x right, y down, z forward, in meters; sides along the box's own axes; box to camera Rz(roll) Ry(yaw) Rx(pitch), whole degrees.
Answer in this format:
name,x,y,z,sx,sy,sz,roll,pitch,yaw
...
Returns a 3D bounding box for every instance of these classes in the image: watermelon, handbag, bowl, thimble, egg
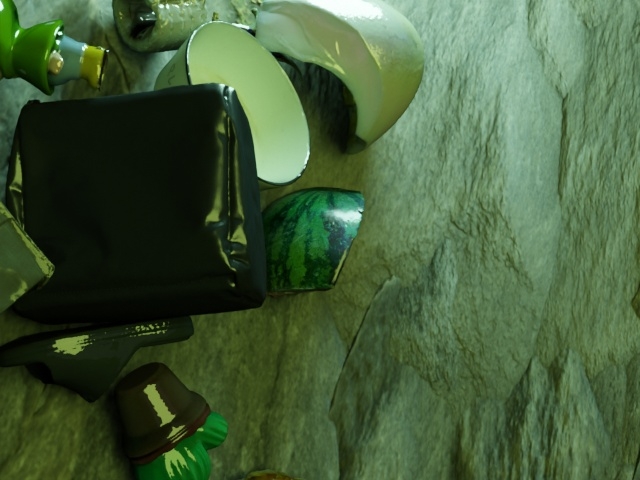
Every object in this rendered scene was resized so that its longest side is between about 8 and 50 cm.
name,x,y,z,sx,sy,sz,roll,pitch,yaw
watermelon,-0.004,-0.011,1.537,0.128,0.146,0.231,36,64,-24
handbag,-0.214,-0.043,1.328,0.178,0.302,0.275,47,39,-69
bowl,-0.132,-0.159,1.470,0.238,0.126,0.237,32,45,-39
thimble,-0.215,-0.302,1.472,0.090,0.115,0.102,-16,100,-38
egg,0.060,-0.275,1.609,0.271,0.162,0.206,56,46,-26

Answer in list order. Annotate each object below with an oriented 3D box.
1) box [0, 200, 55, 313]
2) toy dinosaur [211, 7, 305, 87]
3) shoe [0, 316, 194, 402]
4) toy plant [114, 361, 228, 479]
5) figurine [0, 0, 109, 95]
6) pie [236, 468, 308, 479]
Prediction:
name,x,y,z,sx,sy,sz,roll,pitch,yaw
box,-0.419,0.040,1.177,0.149,0.231,0.155,-46,107,-33
toy dinosaur,-0.079,-0.293,1.619,0.180,0.037,0.058,30,77,-21
shoe,-0.264,0.147,1.330,0.241,0.108,0.093,-9,93,-28
toy plant,-0.181,0.249,1.384,0.143,0.105,0.200,-39,115,-36
figurine,-0.381,-0.234,1.296,0.263,0.162,0.143,12,106,-10
pie,-0.046,0.445,1.448,0.315,0.092,0.315,13,67,-33
